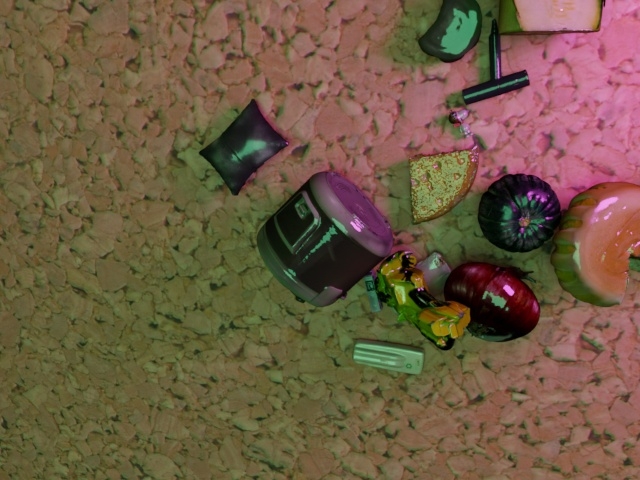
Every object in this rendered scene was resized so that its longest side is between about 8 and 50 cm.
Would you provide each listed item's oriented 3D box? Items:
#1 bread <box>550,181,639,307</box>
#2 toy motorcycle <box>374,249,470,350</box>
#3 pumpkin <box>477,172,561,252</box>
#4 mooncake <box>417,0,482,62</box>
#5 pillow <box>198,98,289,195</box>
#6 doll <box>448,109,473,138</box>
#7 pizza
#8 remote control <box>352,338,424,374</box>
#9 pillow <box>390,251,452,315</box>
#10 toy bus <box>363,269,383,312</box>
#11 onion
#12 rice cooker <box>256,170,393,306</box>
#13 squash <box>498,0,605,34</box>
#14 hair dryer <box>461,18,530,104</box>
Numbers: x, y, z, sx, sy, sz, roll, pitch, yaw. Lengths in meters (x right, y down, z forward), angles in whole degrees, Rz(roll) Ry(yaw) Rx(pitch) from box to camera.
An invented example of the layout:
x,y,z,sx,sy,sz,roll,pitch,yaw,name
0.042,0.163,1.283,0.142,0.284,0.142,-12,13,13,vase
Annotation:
x,y,z,sx,sy,sz,roll,pitch,yaw,name
0.744,-0.001,1.360,0.333,0.160,0.332,-1,96,-14,bread
0.266,0.150,1.443,0.142,0.342,0.205,-24,128,-22,toy motorcycle
0.543,-0.074,1.420,0.221,0.162,0.220,2,114,5,pumpkin
0.341,-0.561,1.369,0.175,0.104,0.168,-25,101,20,mooncake
-0.236,-0.282,1.579,0.250,0.106,0.186,-42,85,17,pillow
0.393,-0.328,1.454,0.058,0.040,0.085,-12,101,6,doll
0.332,-0.178,1.497,0.197,0.058,0.292,35,108,3,pizza
0.218,0.377,1.675,0.231,0.049,0.090,7,108,10,remote control
0.298,0.136,1.592,0.229,0.051,0.128,-34,103,20,pillow
0.164,0.161,1.629,0.037,0.052,0.130,-11,102,18,toy bus
0.495,0.147,1.460,0.273,0.273,0.285,42,76,0,onion
0.000,0.000,1.489,0.335,0.335,0.325,46,110,-2,rice cooker
0.552,-0.660,1.240,0.234,0.210,0.308,-1,109,-1,squash
0.451,-0.484,1.397,0.173,0.050,0.194,-16,96,16,hair dryer
